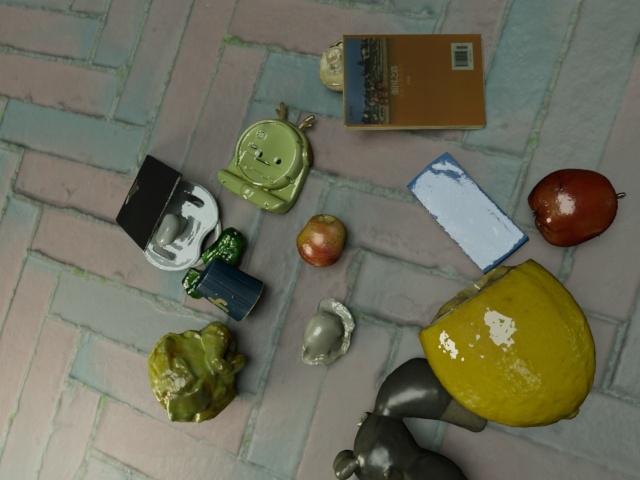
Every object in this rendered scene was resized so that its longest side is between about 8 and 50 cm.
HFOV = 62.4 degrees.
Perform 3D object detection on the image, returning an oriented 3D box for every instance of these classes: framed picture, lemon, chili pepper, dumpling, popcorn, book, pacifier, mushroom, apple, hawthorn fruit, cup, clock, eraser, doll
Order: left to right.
[{"bbox_3d":[-0.526,-0.124,1.595,0.323,0.013,0.244,29,93,52],"label":"framed picture"},{"bbox_3d":[-0.411,-0.035,1.535,0.227,0.207,0.279,28,93,2],"label":"pacifier"},{"bbox_3d":[-0.333,0.362,1.455,0.225,0.276,0.277,27,92,56],"label":"popcorn"},{"bbox_3d":[-0.307,0.072,1.548,0.099,0.083,0.253,42,105,0],"label":"chili pepper"},{"bbox_3d":[-0.267,0.139,1.480,0.155,0.176,0.131,36,52,-16],"label":"cup"},{"bbox_3d":[-0.140,-0.249,1.527,0.235,0.096,0.308,27,91,20],"label":"clock"},{"bbox_3d":[0.000,0.000,1.420,0.146,0.146,0.147,-2,82,18],"label":"apple"},{"bbox_3d":[0.020,0.251,1.409,0.127,0.108,0.188,26,76,-6],"label":"dumpling"},{"bbox_3d":[0.063,-0.496,1.478,0.154,0.122,0.154,-9,72,27],"label":"mushroom"},{"bbox_3d":[0.245,-0.423,1.400,0.373,0.028,0.263,0,83,1],"label":"book"},{"bbox_3d":[0.258,0.505,1.221,0.382,0.252,0.379,30,93,13],"label":"doll"},{"bbox_3d":[0.372,-0.074,1.359,0.144,0.042,0.312,-41,73,10],"label":"eraser"},{"bbox_3d":[0.418,0.243,1.150,0.364,0.364,0.365,-2,82,18],"label":"lemon"},{"bbox_3d":[0.594,-0.080,1.217,0.202,0.185,0.185,-10,80,13],"label":"hawthorn fruit"}]
